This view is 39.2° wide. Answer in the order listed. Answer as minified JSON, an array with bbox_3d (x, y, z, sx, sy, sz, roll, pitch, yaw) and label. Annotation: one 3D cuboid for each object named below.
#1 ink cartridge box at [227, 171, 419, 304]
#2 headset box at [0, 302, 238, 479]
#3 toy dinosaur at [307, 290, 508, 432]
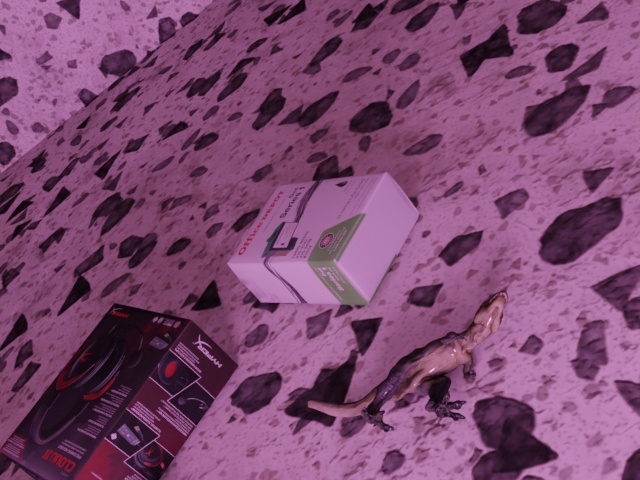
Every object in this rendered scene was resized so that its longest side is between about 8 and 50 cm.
[{"bbox_3d":[0.000,0.000,1.222,0.219,0.092,0.160,-3,47,45],"label":"ink cartridge box"},{"bbox_3d":[-0.282,0.239,1.210,0.218,0.110,0.293,5,53,50],"label":"headset box"},{"bbox_3d":[0.096,0.152,0.954,0.268,0.064,0.118,-31,17,17],"label":"toy dinosaur"}]
